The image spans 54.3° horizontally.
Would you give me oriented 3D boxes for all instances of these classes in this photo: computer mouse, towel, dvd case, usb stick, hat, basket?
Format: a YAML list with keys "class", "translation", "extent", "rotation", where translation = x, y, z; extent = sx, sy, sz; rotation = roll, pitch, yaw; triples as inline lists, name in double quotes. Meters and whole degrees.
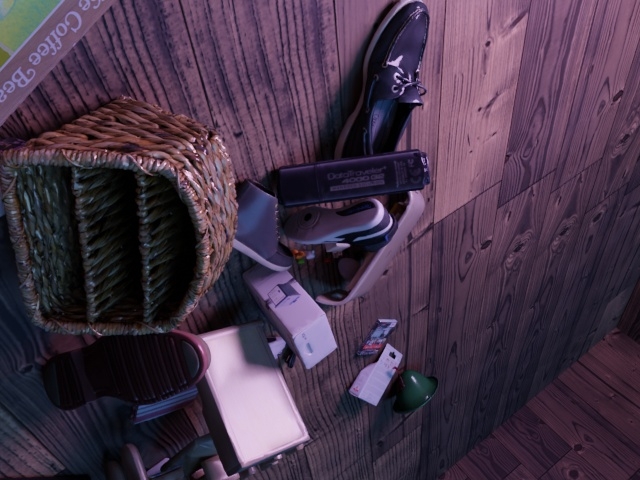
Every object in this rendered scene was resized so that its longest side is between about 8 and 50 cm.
- class: "computer mouse"
  translation: [-0.110, 0.258, 1.436]
  extent: [0.193, 0.042, 0.106]
  rotation: [4, 123, -47]
- class: "towel"
  translation: [-0.307, 0.289, 1.281]
  extent: [0.144, 0.029, 0.197]
  rotation: [-8, 133, -41]
- class: "dvd case"
  translation: [0.159, 0.271, 1.750]
  extent: [0.087, 0.013, 0.119]
  rotation: [8, 119, -49]
- class: "usb stick"
  translation: [0.056, -0.112, 1.123]
  extent: [0.278, 0.045, 0.077]
  rotation: [-8, 96, 2]
- class: "hat"
  translation: [0.262, 0.431, 1.998]
  extent: [0.173, 0.183, 0.208]
  rotation: [-45, -169, -36]
- class: "basket"
  translation: [-0.251, -0.003, 0.834]
  extent: [0.223, 0.213, 0.299]
  rotation: [-49, 157, -50]

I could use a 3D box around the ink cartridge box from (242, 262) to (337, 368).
- class: "ink cartridge box"
  translation: [-0.062, 0.142, 1.245]
  extent: [0.082, 0.190, 0.140]
  rotation: [-36, 144, -15]

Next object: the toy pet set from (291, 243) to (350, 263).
- class: "toy pet set"
  translation: [0.000, 0.000, 1.305]
  extent: [0.122, 0.065, 0.114]
  rotation: [1, 158, -43]

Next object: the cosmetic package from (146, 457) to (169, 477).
- class: "cosmetic package"
  translation: [-0.377, 0.638, 1.437]
  extent: [0.183, 0.151, 0.151]
  rotation: [-33, 143, -20]

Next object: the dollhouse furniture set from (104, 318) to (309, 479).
- class: "dollhouse furniture set"
  translation: [-0.228, 0.374, 1.297]
  extent: [0.362, 0.256, 0.394]
  rotation: [-10, 155, -39]

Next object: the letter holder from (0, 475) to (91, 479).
- class: "letter holder"
  translation: [-0.587, 0.574, 1.166]
  extent: [0.214, 0.152, 0.302]
  rotation: [-50, 144, 8]

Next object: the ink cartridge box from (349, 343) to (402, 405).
- class: "ink cartridge box"
  translation: [0.168, 0.398, 1.876]
  extent: [0.179, 0.045, 0.145]
  rotation: [-62, 145, -10]

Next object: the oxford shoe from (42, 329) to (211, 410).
- class: "oxford shoe"
  translation: [-0.298, 0.193, 1.016]
  extent: [0.130, 0.348, 0.123]
  rotation: [-12, 90, -59]

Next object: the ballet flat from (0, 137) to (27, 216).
- class: "ballet flat"
  translation: [-0.439, -0.035, 0.783]
  extent: [0.221, 0.079, 0.077]
  rotation: [-44, 142, -3]

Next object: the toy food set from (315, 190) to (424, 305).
- class: "toy food set"
  translation: [0.110, 0.003, 1.347]
  extent: [0.306, 0.092, 0.220]
  rotation: [-57, 167, 8]

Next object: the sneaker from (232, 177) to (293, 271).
- class: "sneaker"
  translation: [-0.095, -0.023, 1.144]
  extent: [0.118, 0.083, 0.222]
  rotation: [-51, 143, 6]

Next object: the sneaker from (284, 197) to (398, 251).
- class: "sneaker"
  translation: [0.045, -0.012, 1.201]
  extent: [0.121, 0.216, 0.079]
  rotation: [40, 52, -47]

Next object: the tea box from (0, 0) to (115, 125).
- class: "tea box"
  translation: [-0.403, -0.239, 0.501]
  extent: [0.329, 0.220, 0.323]
  rotation: [-48, 145, 1]

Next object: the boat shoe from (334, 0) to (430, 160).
- class: "boat shoe"
  translation: [0.132, -0.255, 1.125]
  extent: [0.127, 0.113, 0.340]
  rotation: [-1, 125, -45]
